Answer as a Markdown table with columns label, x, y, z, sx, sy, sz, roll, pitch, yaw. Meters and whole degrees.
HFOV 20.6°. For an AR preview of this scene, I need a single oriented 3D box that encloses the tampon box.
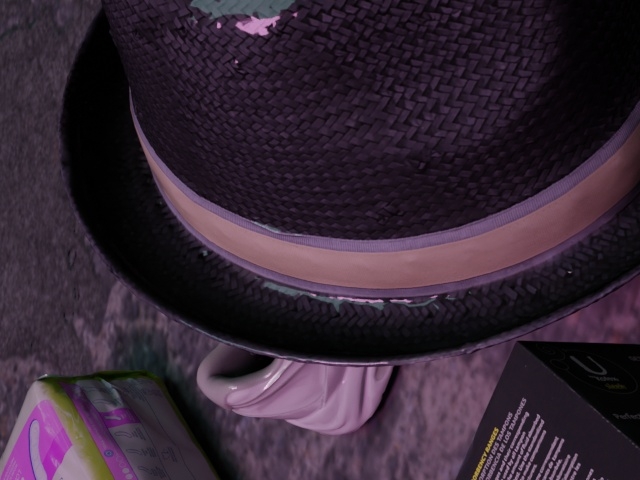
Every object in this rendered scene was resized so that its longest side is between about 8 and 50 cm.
| label | x | y | z | sx | sy | sz | roll | pitch | yaw |
| --- | --- | --- | --- | --- | --- | --- | --- | --- | --- |
| tampon box | 0.149 | 0.124 | 0.716 | 0.161 | 0.120 | 0.101 | 43 | 120 | 46 |

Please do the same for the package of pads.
| label | x | y | z | sx | sy | sz | roll | pitch | yaw |
| --- | --- | --- | --- | --- | --- | --- | --- | --- | --- |
| package of pads | -0.117 | 0.246 | 1.070 | 0.296 | 0.101 | 0.229 | 54 | 129 | 39 |

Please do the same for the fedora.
| label | x | y | z | sx | sy | sz | roll | pitch | yaw |
| --- | --- | --- | --- | --- | --- | --- | --- | --- | --- |
| fedora | 0.017 | -0.106 | 0.762 | 0.334 | 0.152 | 0.334 | -11 | 55 | 15 |

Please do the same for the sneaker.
| label | x | y | z | sx | sy | sz | roll | pitch | yaw |
| --- | --- | --- | --- | --- | --- | --- | --- | --- | --- |
| sneaker | 0.000 | 0.000 | 0.927 | 0.090 | 0.115 | 0.232 | 35 | 114 | 48 |
